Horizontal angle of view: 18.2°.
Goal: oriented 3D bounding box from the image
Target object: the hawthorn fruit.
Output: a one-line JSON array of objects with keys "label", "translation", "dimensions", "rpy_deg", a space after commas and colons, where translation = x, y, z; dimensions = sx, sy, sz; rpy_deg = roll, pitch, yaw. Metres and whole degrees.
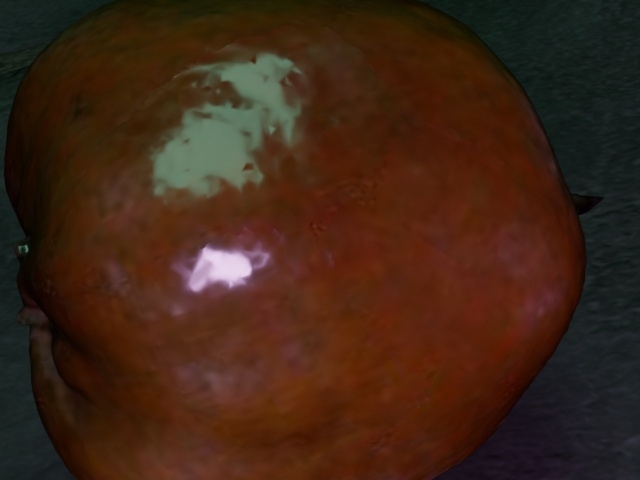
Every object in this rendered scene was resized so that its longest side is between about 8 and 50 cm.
[{"label": "hawthorn fruit", "translation": [0.000, 0.000, 0.969], "dimensions": [0.300, 0.268, 0.268], "rpy_deg": [-12, 29, -8]}]
